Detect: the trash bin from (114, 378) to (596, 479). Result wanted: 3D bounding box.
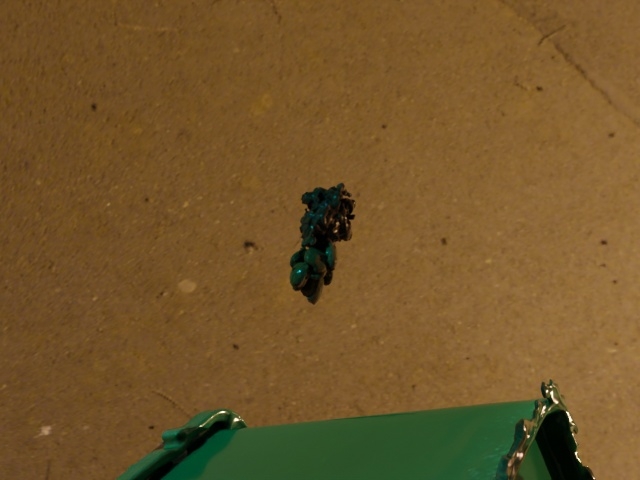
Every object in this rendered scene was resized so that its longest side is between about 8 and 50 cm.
[{"bbox_3d":[-0.004,0.256,0.554,0.295,0.381,0.259,-30,98,-57],"label":"trash bin"}]

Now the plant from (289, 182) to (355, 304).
[{"bbox_3d":[0.000,0.000,1.108,0.085,0.087,0.174,19,75,-13],"label":"plant"}]
